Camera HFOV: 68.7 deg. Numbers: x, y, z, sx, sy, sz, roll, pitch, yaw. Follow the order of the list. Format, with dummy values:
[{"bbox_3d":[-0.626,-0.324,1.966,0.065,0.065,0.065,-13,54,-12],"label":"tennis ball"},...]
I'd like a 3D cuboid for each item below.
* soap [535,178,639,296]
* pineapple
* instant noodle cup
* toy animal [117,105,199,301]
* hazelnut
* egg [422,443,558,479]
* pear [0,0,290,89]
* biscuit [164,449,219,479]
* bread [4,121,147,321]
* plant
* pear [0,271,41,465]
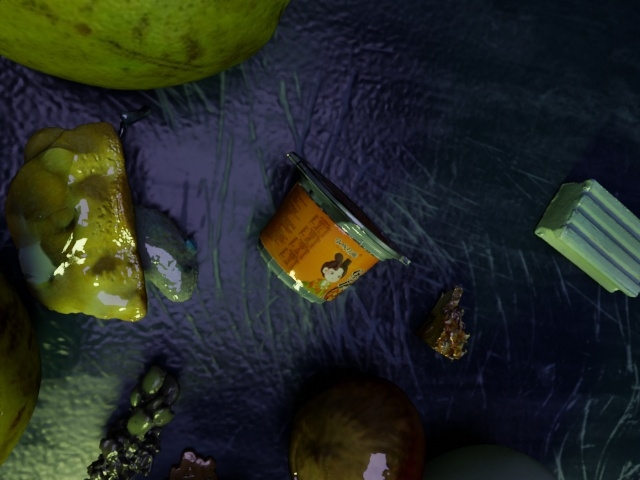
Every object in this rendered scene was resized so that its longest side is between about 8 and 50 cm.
[{"bbox_3d":[0.466,-0.004,0.779,0.198,0.063,0.114,35,86,-16],"label":"soap"},{"bbox_3d":[0.194,0.125,0.732,0.114,0.077,0.114,25,77,-50],"label":"pineapple"},{"bbox_3d":[0.000,0.000,0.611,0.208,0.177,0.125,44,99,3],"label":"instant noodle cup"},{"bbox_3d":[-0.223,-0.039,0.598,0.079,0.070,0.252,-20,90,-47],"label":"toy animal"},{"bbox_3d":[0.063,0.290,0.658,0.208,0.208,0.208,-2,98,-15],"label":"hazelnut"},{"bbox_3d":[0.199,0.474,0.659,0.276,0.276,0.389,41,85,-16],"label":"egg"},{"bbox_3d":[-0.201,-0.306,0.425,0.414,0.352,0.351,13,94,-12],"label":"pear"},{"bbox_3d":[-0.192,0.347,0.674,0.092,0.016,0.082,-34,105,-10],"label":"biscuit"},{"bbox_3d":[-0.287,-0.017,0.537,0.161,0.088,0.232,-2,95,17],"label":"bread"},{"bbox_3d":[-0.241,0.250,0.618,0.085,0.087,0.174,34,83,-52],"label":"plant"},{"bbox_3d":[-0.426,0.130,0.464,0.284,0.283,0.283,-2,98,-15],"label":"pear"}]
